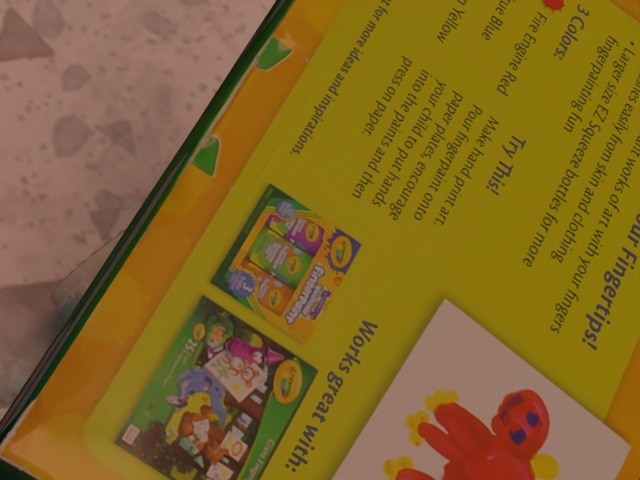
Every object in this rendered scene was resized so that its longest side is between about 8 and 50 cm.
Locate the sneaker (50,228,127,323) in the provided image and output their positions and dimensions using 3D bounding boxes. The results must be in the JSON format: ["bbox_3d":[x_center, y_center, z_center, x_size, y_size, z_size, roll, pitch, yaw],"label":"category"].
[{"bbox_3d":[0.000,0.000,1.239,0.366,0.135,0.150,-35,88,-25],"label":"sneaker"}]

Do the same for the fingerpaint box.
[{"bbox_3d":[0.074,0.062,0.981,0.371,0.163,0.445,34,57,-7],"label":"fingerpaint box"}]
